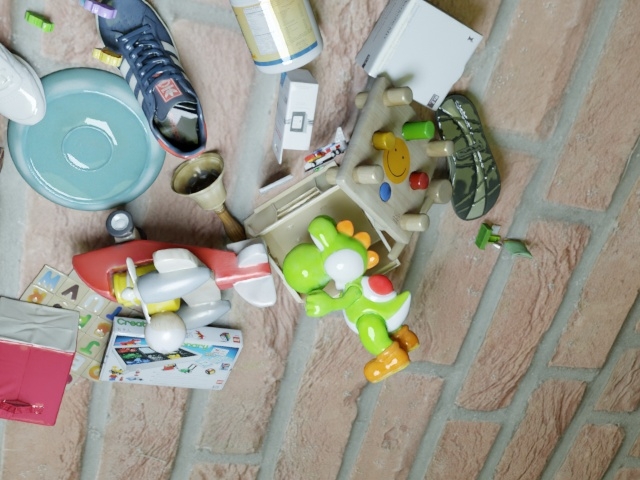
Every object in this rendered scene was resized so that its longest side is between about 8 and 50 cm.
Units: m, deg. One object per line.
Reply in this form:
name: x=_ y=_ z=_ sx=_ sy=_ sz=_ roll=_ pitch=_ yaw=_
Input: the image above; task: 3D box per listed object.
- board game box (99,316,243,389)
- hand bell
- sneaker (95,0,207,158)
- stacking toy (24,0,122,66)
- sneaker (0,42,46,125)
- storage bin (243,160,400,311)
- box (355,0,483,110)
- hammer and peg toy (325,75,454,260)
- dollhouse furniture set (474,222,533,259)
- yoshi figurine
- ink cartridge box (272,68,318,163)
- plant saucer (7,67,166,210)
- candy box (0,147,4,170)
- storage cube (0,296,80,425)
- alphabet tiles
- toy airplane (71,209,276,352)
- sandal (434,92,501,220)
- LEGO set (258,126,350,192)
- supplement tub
board game box: x=-0.359 y=0.276 z=1.779 sx=0.305 sy=0.053 sz=0.193 roll=10 pitch=132 yaw=-21
hand bell: x=-0.221 y=-0.065 z=1.643 sx=0.126 sy=0.126 sz=0.242 roll=-26 pitch=135 yaw=1
sneaker: x=-0.308 y=-0.311 z=1.420 sx=0.131 sy=0.148 sz=0.350 roll=-31 pitch=118 yaw=-9
stacking toy: x=-0.434 y=-0.435 z=1.341 sx=0.221 sy=0.052 sz=0.167 roll=27 pitch=112 yaw=10
sneaker: x=-0.627 y=-0.325 z=1.344 sx=0.114 sy=0.152 sz=0.305 roll=-29 pitch=119 yaw=10
storage bin: x=0.000 y=0.000 z=1.704 sx=0.260 sy=0.123 sz=0.262 roll=-31 pitch=122 yaw=5
box: x=0.201 y=-0.397 z=1.531 sx=0.181 sy=0.119 sz=0.181 roll=23 pitch=111 yaw=-24
hammer and peg toy: x=0.176 y=-0.128 z=1.536 sx=0.361 sy=0.127 sz=0.266 roll=41 pitch=62 yaw=-41
dollhouse furniture set: x=0.462 y=-0.002 z=1.844 sx=0.151 sy=0.076 sz=0.059 roll=9 pitch=117 yaw=-17
yoshi figurine: x=0.047 y=0.126 z=1.598 sx=0.203 sy=0.203 sz=0.362 roll=-32 pitch=92 yaw=-24
ink cartridge box: x=-0.055 y=-0.259 z=1.555 sx=0.060 sy=0.104 sz=0.180 roll=1 pitch=119 yaw=-16
plant saucer: x=-0.477 y=-0.194 z=1.525 sx=0.317 sy=0.044 sz=0.318 roll=-6 pitch=121 yaw=-11
candy box: x=-0.725 y=-0.157 z=1.446 sx=0.186 sy=0.109 sz=0.053 roll=9 pitch=116 yaw=-18
storage cube: x=-0.647 y=0.265 z=1.635 sx=0.183 sy=0.215 sz=0.193 roll=15 pitch=108 yaw=-20
alphabet tiles: x=-0.579 y=0.205 z=1.744 sx=0.285 sy=0.011 sz=0.342 roll=33 pitch=107 yaw=-28
toy airplane: x=-0.279 y=0.104 z=1.551 sx=0.386 sy=0.384 sz=0.273 roll=24 pitch=68 yaw=-41
sandal: x=0.336 y=-0.193 z=1.707 sx=0.120 sy=0.086 sz=0.303 roll=-14 pitch=107 yaw=1
LEGO set: x=-0.029 y=-0.170 z=1.587 sx=0.244 sy=0.182 sz=0.060 roll=-26 pitch=94 yaw=-3
supplement tub: x=-0.089 y=-0.438 z=1.422 sx=0.144 sy=0.144 sz=0.200 roll=-22 pitch=121 yaw=-1
